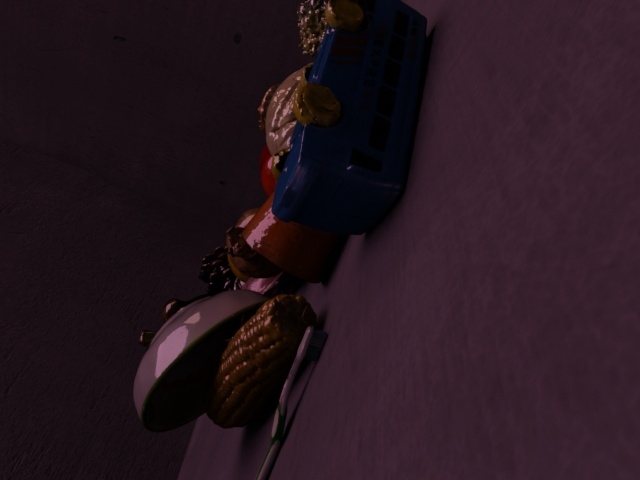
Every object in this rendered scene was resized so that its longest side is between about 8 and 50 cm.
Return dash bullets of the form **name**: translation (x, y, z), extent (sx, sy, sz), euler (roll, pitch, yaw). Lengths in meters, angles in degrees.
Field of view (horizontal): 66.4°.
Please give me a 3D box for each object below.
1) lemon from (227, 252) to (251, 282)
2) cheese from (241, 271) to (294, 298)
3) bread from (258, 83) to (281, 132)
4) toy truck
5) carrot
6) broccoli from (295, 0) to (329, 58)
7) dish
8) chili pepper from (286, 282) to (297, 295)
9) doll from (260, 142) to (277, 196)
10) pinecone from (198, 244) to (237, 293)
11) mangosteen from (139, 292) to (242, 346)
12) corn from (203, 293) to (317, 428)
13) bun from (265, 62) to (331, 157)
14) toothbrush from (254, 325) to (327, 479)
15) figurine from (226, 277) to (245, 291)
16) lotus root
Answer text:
- **lemon**: translation (-0.154, 0.029, 1.285), extent (0.180, 0.181, 0.193), euler (-93, 24, -69)
- **cheese**: translation (-0.103, 0.088, 1.103), extent (0.189, 0.074, 0.286), euler (-49, 9, -34)
- **bread**: translation (-0.067, -0.351, 1.452), extent (0.375, 0.237, 0.165), euler (-118, 49, -78)
- **toy truck**: translation (0.044, -0.192, 0.686), extent (0.161, 0.162, 0.385), euler (126, 162, -56)
- **carrot**: translation (-0.020, -0.060, 0.808), extent (0.225, 0.159, 0.159), euler (-62, 10, 10)
- **broccoli**: translation (0.050, -0.585, 1.314), extent (0.288, 0.235, 0.260), euler (-94, 26, -60)
- **dish**: translation (-0.227, 0.202, 0.937), extent (0.324, 0.124, 0.324), euler (-39, -24, -21)
- **chili pepper**: translation (-0.065, 0.112, 1.060), extent (0.083, 0.017, 0.030), euler (115, 178, -45)
- **doll**: translation (-0.041, -0.157, 1.042), extent (0.183, 0.160, 0.363), euler (-25, 31, 10)
- **pinecone**: translation (-0.294, 0.120, 1.682), extent (0.257, 0.244, 0.243), euler (-95, 27, -51)
- **mangosteen**: translation (-0.333, 0.275, 1.324), extent (0.275, 0.302, 0.275), euler (-175, 90, -82)
- **corn**: translation (-0.110, 0.208, 0.803), extent (0.120, 0.120, 0.363), euler (-78, 16, -47)
- **bun**: translation (0.004, -0.226, 0.875), extent (0.145, 0.229, 0.229), euler (74, -146, -72)
- **toothbrush**: translation (-0.061, 0.258, 0.668), extent (0.030, 0.030, 0.304), euler (-134, 66, -80)
- **figurine**: translation (-0.220, 0.157, 1.499), extent (0.236, 0.133, 0.176), euler (-61, 3, 26)
- **lotus root**: translation (-0.104, -0.003, 0.998), extent (0.154, 0.140, 0.257), euler (-43, 1, 18)
